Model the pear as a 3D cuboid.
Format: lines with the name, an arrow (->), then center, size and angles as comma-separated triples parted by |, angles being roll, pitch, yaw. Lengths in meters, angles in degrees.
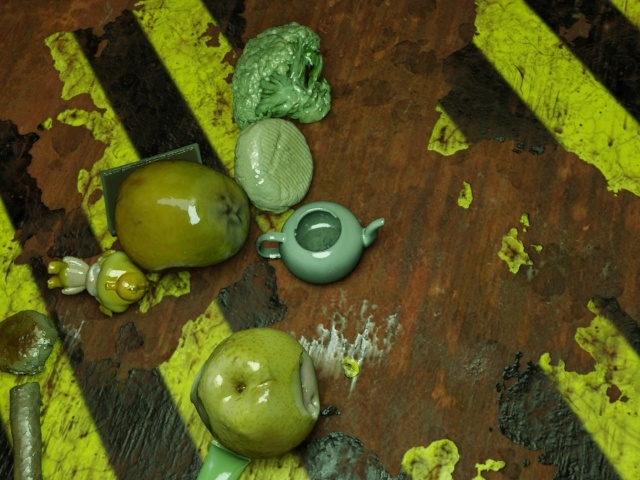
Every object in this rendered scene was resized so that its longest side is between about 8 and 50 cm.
pear -> -0.121, 0.300, 1.522 | 0.271, 0.271, 0.271 | -3, 65, 7

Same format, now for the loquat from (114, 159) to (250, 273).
loquat -> -0.303, -0.056, 1.690 | 0.283, 0.276, 0.276 | -6, 63, 29

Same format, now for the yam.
yam -> -0.620, 0.448, 1.624 | 0.066, 0.066, 0.300 | -14, 64, 1

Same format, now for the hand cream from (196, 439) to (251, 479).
hand cream -> -0.219, 0.502, 1.556 | 0.095, 0.046, 0.175 | 20, 63, 17

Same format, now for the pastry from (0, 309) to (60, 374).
pastry -> -0.665, 0.229, 1.721 | 0.153, 0.081, 0.153 | -2, 69, 6

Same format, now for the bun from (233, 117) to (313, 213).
bun -> -0.118, -0.169, 1.781 | 0.134, 0.220, 0.220 | -5, 60, 41

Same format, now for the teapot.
teapot -> 0.000, 0.000, 1.707 | 0.294, 0.129, 0.193 | -6, 64, 5

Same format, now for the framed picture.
framed picture -> -0.406, -0.128, 1.881 | 0.260, 0.023, 0.189 | -17, 64, 0

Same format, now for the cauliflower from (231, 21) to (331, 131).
cauliflower -> -0.087, -0.386, 1.878 | 0.250, 0.275, 0.272 | 30, 36, -17

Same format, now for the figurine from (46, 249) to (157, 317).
figurine -> -0.497, 0.090, 1.741 | 0.246, 0.131, 0.156 | 9, 102, 11
